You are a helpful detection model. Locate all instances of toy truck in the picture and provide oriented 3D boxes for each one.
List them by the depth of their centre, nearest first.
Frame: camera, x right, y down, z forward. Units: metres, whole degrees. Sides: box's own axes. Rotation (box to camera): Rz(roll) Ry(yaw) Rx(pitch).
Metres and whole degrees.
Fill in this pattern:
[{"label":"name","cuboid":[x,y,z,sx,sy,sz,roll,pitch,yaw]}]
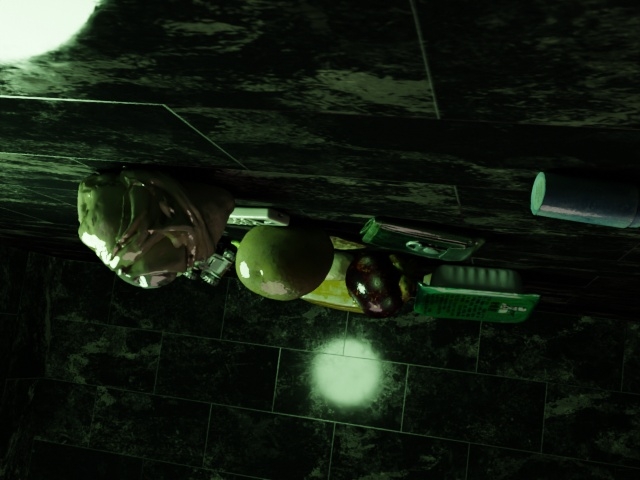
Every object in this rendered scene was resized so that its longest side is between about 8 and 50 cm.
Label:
[{"label":"toy truck","cuboid":[-0.351,0.047,2.241,0.111,0.136,0.286,38,-177,28]}]

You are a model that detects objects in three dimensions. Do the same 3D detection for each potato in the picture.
[{"label":"potato","cuboid":[-0.076,0.041,1.704,0.235,0.178,0.160,-18,-153,-26]}]

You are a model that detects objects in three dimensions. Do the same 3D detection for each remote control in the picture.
[{"label":"remote control","cuboid":[-0.167,-0.053,1.645,0.190,0.029,0.087,3,172,29]}]

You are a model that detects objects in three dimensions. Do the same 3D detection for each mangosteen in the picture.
[{"label":"mangosteen","cuboid":[0.180,0.110,2.109,0.217,0.192,0.192,-32,168,3]}]

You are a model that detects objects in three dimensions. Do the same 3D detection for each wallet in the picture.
[{"label":"wallet","cuboid":[0.210,-0.003,1.595,0.236,0.055,0.160,9,166,-5]}]

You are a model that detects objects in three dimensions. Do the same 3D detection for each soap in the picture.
[{"label":"soap","cuboid":[0.086,0.157,2.578,0.293,0.156,0.335,10,172,10]}]

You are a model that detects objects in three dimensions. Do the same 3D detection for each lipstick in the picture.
[{"label":"lipstick","cuboid":[0.423,-0.044,1.003,0.274,0.061,0.068,8,179,-1]}]

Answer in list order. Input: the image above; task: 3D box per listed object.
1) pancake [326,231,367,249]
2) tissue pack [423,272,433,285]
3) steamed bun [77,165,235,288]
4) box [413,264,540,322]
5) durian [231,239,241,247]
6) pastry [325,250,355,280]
[{"label":"pancake","cuboid":[0.000,0.000,1.900,0.235,0.029,0.212,7,172,0]},{"label":"tissue pack","cuboid":[0.424,0.176,2.396,0.159,0.145,0.229,7,173,-7]},{"label":"steamed bun","cuboid":[-0.308,-0.012,1.418,0.268,0.207,0.280,2,173,31]},{"label":"box","cuboid":[0.441,0.145,2.167,0.336,0.106,0.264,4,158,5]},{"label":"durian","cuboid":[-0.129,0.045,2.090,0.139,0.101,0.250,3,172,34]},{"label":"pastry","cuboid":[0.030,0.075,2.230,0.156,0.092,0.156,4,180,0]}]
